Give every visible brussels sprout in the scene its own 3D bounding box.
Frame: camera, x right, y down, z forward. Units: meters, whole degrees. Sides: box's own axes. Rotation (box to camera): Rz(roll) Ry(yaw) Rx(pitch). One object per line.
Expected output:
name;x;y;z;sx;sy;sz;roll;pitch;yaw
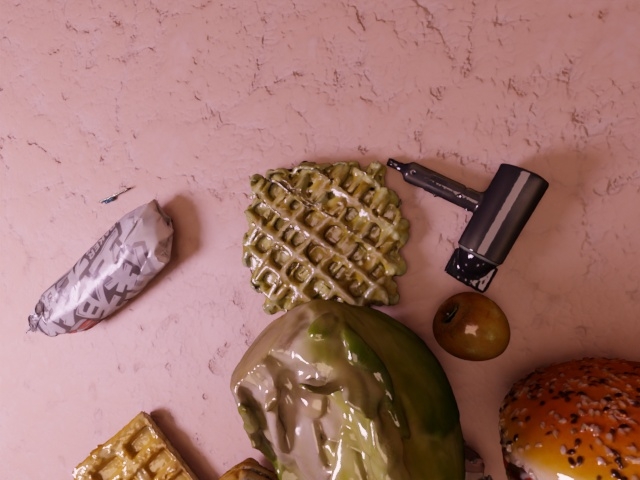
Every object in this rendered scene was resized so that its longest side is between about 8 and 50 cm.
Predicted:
brussels sprout;0.049;0.260;0.605;0.275;0.315;0.371;-35;96;26

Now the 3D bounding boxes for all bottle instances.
bottle;0.222;0.402;0.666;0.098;0.099;0.152;16;93;16

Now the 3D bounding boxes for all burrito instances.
burrito;-0.474;0.094;0.866;0.445;0.101;0.139;-38;86;13

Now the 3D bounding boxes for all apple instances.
apple;0.237;0.141;0.643;0.102;0.099;0.114;36;128;-12

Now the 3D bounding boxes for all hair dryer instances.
hair dryer;0.205;-0.058;0.676;0.248;0.078;0.196;32;101;24

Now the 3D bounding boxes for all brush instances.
brush;-0.450;-0.097;0.895;0.083;0.016;0.013;-21;98;17

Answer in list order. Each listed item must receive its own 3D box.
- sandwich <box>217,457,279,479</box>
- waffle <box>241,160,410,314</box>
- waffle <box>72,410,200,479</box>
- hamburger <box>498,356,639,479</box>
sandwich;-0.146;0.586;0.728;0.301;0.099;0.271;-44;85;-9
waffle;0.000;0.000;0.730;0.316;0.073;0.298;-5;90;17
waffle;-0.347;0.505;0.825;0.168;0.057;0.274;-42;79;-18
hamburger;0.372;0.259;0.512;0.300;0.300;0.176;-20;92;17
